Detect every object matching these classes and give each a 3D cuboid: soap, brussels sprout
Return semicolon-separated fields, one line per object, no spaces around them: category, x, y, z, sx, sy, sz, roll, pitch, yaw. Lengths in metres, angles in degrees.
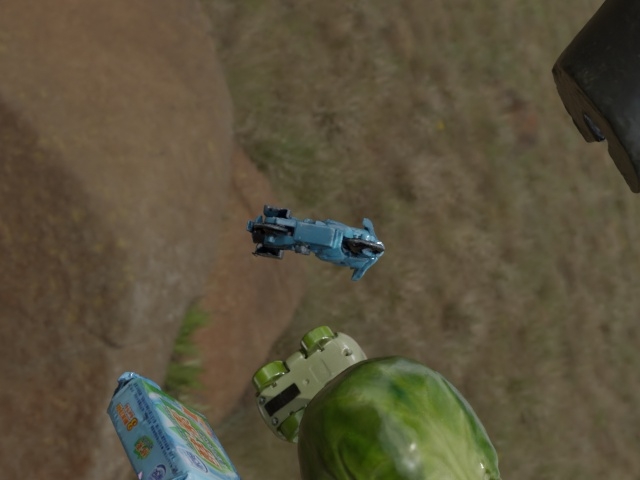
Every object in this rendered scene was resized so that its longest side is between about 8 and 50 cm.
soap;-0.185;0.289;1.708;0.156;0.077;0.293;38;7;-38
brussels sprout;0.135;0.350;2.039;0.355;0.289;0.281;45;43;2

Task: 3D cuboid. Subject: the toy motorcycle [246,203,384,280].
toy motorcycle;0.000;0.000;2.476;0.182;0.272;0.123;39;62;-74

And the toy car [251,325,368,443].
toy car;0.006;0.283;2.418;0.145;0.235;0.235;56;9;27

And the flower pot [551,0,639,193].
flower pot;0.471;-0.228;1.759;0.379;0.251;0.379;57;4;-6
